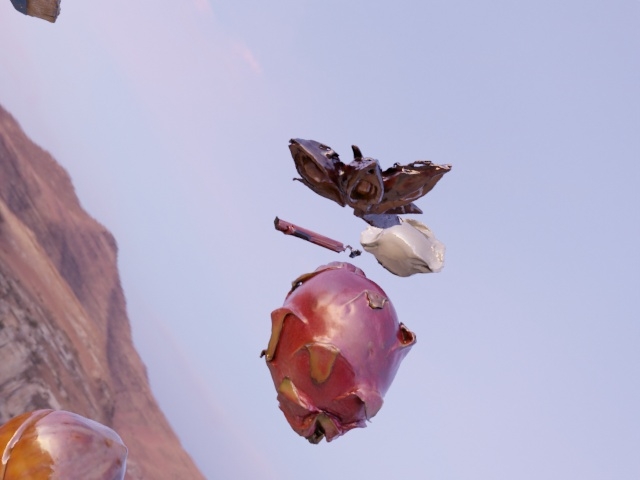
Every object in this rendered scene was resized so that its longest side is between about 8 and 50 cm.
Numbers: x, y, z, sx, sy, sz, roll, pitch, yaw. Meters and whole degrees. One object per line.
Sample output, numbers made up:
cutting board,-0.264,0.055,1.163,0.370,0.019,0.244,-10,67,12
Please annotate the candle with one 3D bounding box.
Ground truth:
candle,0.000,0.001,0.996,0.167,0.021,0.026,21,12,-34

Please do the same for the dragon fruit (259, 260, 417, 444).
dragon fruit,0.032,0.175,1.102,0.250,0.315,0.250,21,-45,22

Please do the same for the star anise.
star anise,0.060,-0.060,0.701,0.212,0.053,0.157,25,-20,-32

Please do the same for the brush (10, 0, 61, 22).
brush,-0.353,-0.282,0.677,0.164,0.014,0.051,26,-41,-8

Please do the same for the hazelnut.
hazelnut,-0.320,0.291,0.765,0.182,0.182,0.182,42,-29,30

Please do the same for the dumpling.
dumpling,0.177,0.010,1.326,0.188,0.127,0.108,24,-45,28
